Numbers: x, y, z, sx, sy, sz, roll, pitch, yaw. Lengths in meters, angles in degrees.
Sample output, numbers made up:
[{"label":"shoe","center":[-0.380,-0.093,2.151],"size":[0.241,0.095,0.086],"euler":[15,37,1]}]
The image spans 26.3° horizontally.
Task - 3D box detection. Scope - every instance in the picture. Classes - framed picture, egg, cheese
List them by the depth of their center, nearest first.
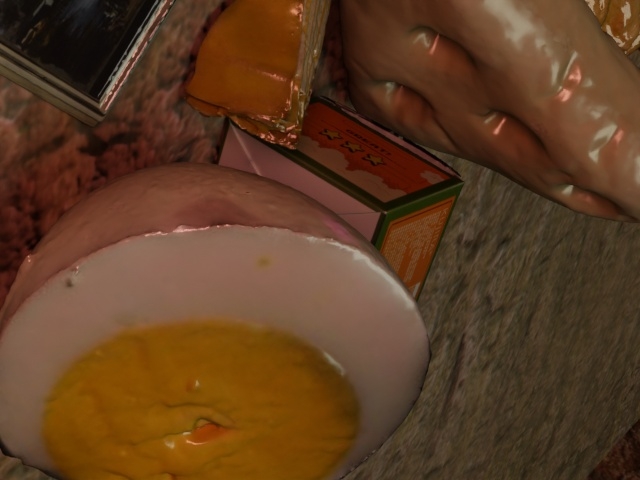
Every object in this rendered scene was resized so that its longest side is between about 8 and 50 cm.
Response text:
[{"label":"framed picture","center":[-0.129,-0.231,0.924],"size":[0.296,0.019,0.232],"euler":[-59,155,1]},{"label":"egg","center":[-0.096,0.053,1.077],"size":[0.337,0.201,0.337],"euler":[-7,132,-8]},{"label":"cheese","center":[0.164,-0.163,1.154],"size":[0.129,0.351,0.328],"euler":[-56,153,-19]}]

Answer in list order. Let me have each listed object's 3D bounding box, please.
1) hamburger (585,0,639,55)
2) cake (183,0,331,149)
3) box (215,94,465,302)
[{"label":"hamburger","center":[0.201,-0.320,1.233],"size":[0.209,0.162,0.330],"euler":[-20,115,-41]},{"label":"cake","center":[-0.020,-0.163,1.098],"size":[0.185,0.116,0.080],"euler":[-42,153,-22]},{"label":"box","center":[0.000,0.000,1.235],"size":[0.148,0.177,0.195],"euler":[-21,136,-51]}]
